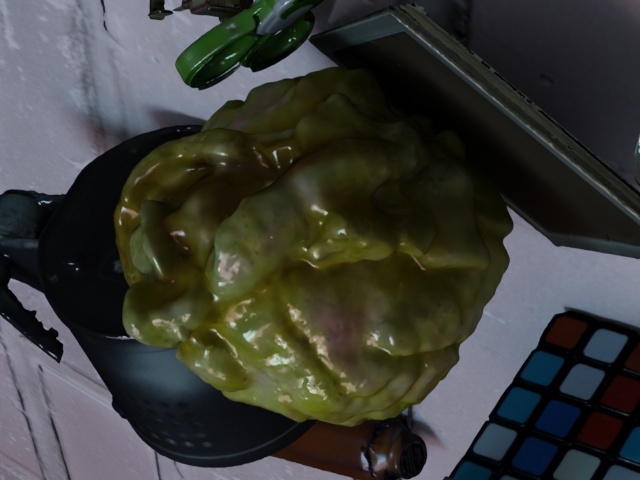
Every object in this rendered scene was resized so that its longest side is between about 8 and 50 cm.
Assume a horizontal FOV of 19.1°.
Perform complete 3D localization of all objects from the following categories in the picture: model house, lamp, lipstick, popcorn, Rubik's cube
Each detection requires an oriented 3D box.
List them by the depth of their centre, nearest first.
[{"bbox_3d":[0.000,0.000,1.205,0.212,0.259,0.259,-34,113,31],"label":"popcorn"},{"bbox_3d":[-0.071,-0.170,1.269,0.058,0.057,0.083,3,174,-35],"label":"model house"},{"bbox_3d":[0.228,0.188,1.391,0.182,0.187,0.184,17,148,38],"label":"Rubik's cube"},{"bbox_3d":[-0.086,0.054,1.534,0.374,0.205,0.272,1,144,42],"label":"lamp"},{"bbox_3d":[-0.061,0.179,1.897,0.418,0.077,0.077,8,145,45],"label":"lipstick"}]

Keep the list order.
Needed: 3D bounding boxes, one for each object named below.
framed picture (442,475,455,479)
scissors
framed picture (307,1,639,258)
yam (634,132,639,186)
[{"bbox_3d":[0.193,0.292,1.375,0.315,0.024,0.232,35,158,5],"label":"framed picture"},{"bbox_3d":[-0.016,-0.157,1.193,0.027,0.101,0.204,59,143,8],"label":"scissors"},{"bbox_3d":[0.105,-0.065,1.171,0.231,0.018,0.293,38,176,-9],"label":"framed picture"},{"bbox_3d":[0.292,-0.015,1.017,0.259,0.106,0.106,30,156,17],"label":"yam"}]
